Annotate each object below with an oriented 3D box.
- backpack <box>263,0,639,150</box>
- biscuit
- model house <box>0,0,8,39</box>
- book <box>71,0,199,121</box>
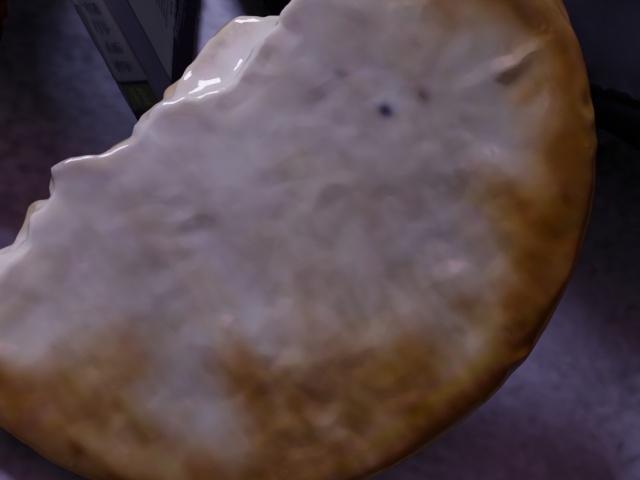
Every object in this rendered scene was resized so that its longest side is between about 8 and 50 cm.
[{"bbox_3d":[0.172,-0.178,0.725,0.446,0.255,0.363,38,58,15],"label":"backpack"},{"bbox_3d":[0.000,0.000,0.605,0.309,0.040,0.204,-43,100,1],"label":"biscuit"},{"bbox_3d":[-0.236,-0.216,0.661,0.196,0.160,0.254,7,57,-15],"label":"model house"},{"bbox_3d":[-0.102,-0.168,0.645,0.026,0.231,0.157,-5,58,12],"label":"book"}]
